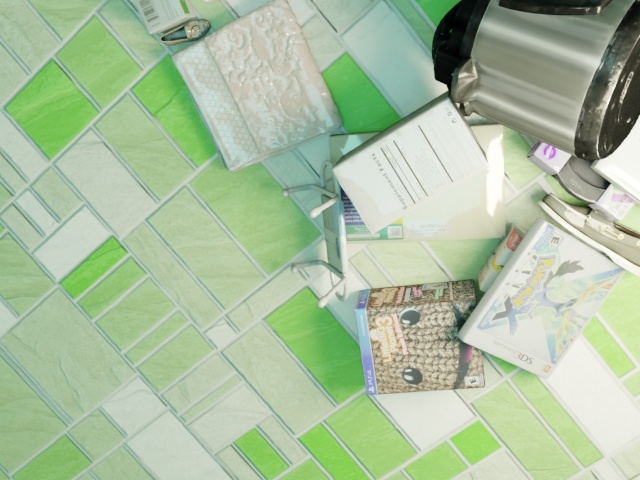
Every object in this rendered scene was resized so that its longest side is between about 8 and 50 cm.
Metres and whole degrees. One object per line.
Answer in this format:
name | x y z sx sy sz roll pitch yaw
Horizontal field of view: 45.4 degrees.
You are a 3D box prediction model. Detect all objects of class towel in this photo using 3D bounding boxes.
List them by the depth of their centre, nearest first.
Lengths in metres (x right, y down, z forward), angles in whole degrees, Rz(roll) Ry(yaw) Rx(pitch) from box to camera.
towel | -0.153 -0.361 1.820 0.317 0.053 0.331 -22 102 15

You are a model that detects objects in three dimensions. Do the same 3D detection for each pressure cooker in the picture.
pressure cooker | 0.442 -0.388 1.520 0.420 0.370 0.375 31 105 28

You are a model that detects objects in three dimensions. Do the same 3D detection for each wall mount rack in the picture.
wall mount rack | 0.000 0.000 1.770 0.131 0.304 0.350 -11 106 -16

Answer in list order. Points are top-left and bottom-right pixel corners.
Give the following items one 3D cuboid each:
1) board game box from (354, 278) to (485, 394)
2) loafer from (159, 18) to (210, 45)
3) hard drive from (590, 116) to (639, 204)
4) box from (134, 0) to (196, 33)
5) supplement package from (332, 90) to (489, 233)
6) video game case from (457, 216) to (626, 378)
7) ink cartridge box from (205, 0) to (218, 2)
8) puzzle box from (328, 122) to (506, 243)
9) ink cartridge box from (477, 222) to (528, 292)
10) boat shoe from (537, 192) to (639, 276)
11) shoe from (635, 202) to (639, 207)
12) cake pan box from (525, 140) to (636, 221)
board game box | 0.247 0.238 1.881 0.291 0.141 0.232 -7 105 11
loafer | -0.322 -0.492 1.815 0.125 0.039 0.045 -16 102 14
hard drive | 0.773 -0.230 1.613 0.233 0.047 0.353 36 94 -1
box | -0.364 -0.548 1.780 0.102 0.087 0.101 -20 102 14
supplement package | 0.200 -0.175 1.694 0.293 0.177 0.175 -30 99 16
video game case | 0.517 0.144 1.774 0.300 0.036 0.329 26 103 -29
ink cartridge box | -0.215 -0.676 1.712 0.237 0.100 0.172 -36 97 16
puzzle box | 0.230 -0.134 1.822 0.409 0.052 0.272 -2 106 10
ink cartridge box | 0.433 0.067 1.813 0.067 0.115 0.198 29 108 0
boat shoe | 0.641 -0.032 1.758 0.305 0.109 0.091 31 108 -7
shoe | 0.786 -0.088 1.747 0.219 0.058 0.076 24 78 -2
cake pan box | 0.626 -0.207 1.682 0.246 0.070 0.267 39 89 3
